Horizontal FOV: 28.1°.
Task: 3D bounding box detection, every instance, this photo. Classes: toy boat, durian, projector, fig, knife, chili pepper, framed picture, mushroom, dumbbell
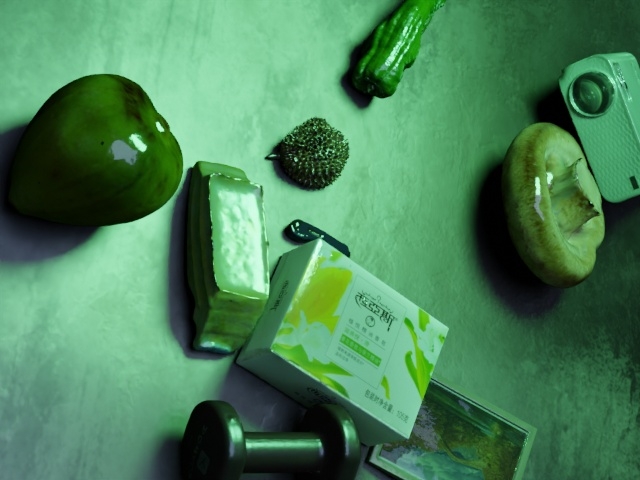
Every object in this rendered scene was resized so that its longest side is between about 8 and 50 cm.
[{"bbox_3d":[-0.129,0.017,1.793,0.111,0.084,0.276,11,70,-33],"label":"toy boat"},{"bbox_3d":[-0.009,-0.137,1.928,0.140,0.071,0.110,-8,81,-30],"label":"durian"},{"bbox_3d":[0.518,-0.200,2.237,0.198,0.108,0.250,-21,90,-63],"label":"projector"},{"bbox_3d":[-0.301,-0.104,1.668,0.225,0.203,0.203,-30,95,3],"label":"fig"},{"bbox_3d":[0.000,0.000,1.924,0.121,0.018,0.031,26,57,-26],"label":"knife"},{"bbox_3d":[0.132,-0.333,2.059,0.083,0.099,0.253,33,59,-1],"label":"chili pepper"},{"bbox_3d":[0.203,0.311,1.949,0.250,0.016,0.184,30,62,-12],"label":"framed picture"},{"bbox_3d":[0.389,-0.058,2.122,0.278,0.146,0.278,28,54,-47],"label":"mushroom"},{"bbox_3d":[-0.067,0.285,1.725,0.225,0.124,0.140,5,112,-32],"label":"dumbbell"}]

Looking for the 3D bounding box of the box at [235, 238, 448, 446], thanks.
[{"bbox_3d":[0.034,0.150,1.850,0.260,0.111,0.194,33,60,-20],"label":"box"}]
